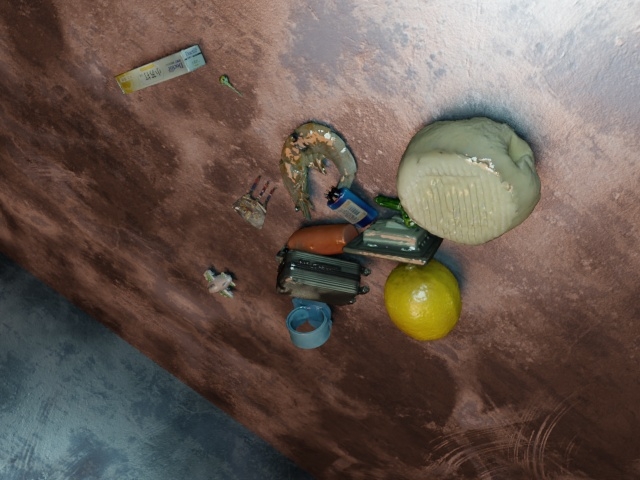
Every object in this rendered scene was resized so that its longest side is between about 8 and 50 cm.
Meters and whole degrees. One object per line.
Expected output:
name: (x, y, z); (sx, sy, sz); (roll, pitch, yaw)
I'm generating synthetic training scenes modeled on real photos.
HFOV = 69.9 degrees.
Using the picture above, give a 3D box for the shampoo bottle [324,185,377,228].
shampoo bottle: (0.089, -0.108, 1.439); (0.183, 0.050, 0.087); (32, 126, -30)

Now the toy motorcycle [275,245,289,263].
toy motorcycle: (-0.133, 0.098, 1.758); (0.058, 0.100, 0.173); (15, 133, 17)

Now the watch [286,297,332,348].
watch: (-0.052, 0.336, 1.859); (0.211, 0.193, 0.211); (14, 132, 16)

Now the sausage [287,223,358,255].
sausage: (0.000, 0.000, 1.585); (0.259, 0.113, 0.114); (-6, 125, 32)

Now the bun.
bun: (0.373, -0.160, 1.163); (0.359, 0.211, 0.360); (26, 145, 20)

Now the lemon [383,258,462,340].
lemon: (0.331, 0.193, 1.476); (0.245, 0.245, 0.320); (-3, 129, 32)

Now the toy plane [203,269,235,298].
toy plane: (-0.450, 0.194, 2.042); (0.174, 0.080, 0.174); (18, 137, 17)

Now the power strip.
power strip: (0.224, -0.012, 1.363); (0.251, 0.257, 0.092); (14, 112, 21)

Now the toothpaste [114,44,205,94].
toothpaste: (-0.497, -0.522, 1.412); (0.312, 0.089, 0.071); (-3, 122, 32)

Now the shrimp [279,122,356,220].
shrimp: (-0.013, -0.200, 1.445); (0.246, 0.085, 0.360); (14, 131, 9)

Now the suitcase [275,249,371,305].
suitcase: (0.003, 0.138, 1.613); (0.312, 0.128, 0.202); (13, 156, -12)

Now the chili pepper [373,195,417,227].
chili pepper: (0.238, -0.097, 1.372); (0.182, 0.073, 0.050); (39, 152, 50)

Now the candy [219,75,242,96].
candy: (-0.270, -0.466, 1.385); (0.083, 0.025, 0.023); (35, 166, -16)

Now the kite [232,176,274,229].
kite: (-0.237, -0.137, 1.665); (0.141, 0.015, 0.245); (35, 140, -5)
